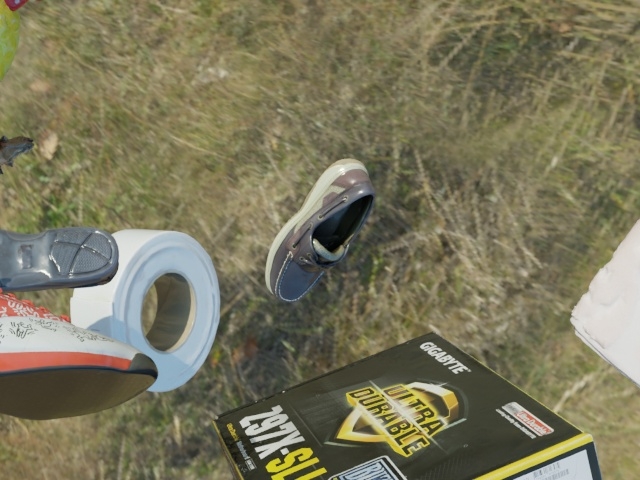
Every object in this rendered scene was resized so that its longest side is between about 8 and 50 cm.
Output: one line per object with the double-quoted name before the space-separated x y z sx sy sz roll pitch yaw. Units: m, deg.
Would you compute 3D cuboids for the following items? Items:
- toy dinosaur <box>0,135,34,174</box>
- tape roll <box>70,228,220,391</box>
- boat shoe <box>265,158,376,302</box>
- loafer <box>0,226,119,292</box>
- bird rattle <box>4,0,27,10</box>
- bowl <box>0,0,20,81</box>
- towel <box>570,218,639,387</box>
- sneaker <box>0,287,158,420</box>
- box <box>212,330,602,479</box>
"toy dinosaur" -0.649 -0.158 1.772 0.296 0.200 0.127 23 100 -35
"tape roll" -0.302 0.121 1.791 0.286 0.100 0.286 -11 103 -56
"boat shoe" 0.000 0.000 1.671 0.103 0.092 0.285 16 119 -34
"loafer" -0.432 0.036 1.415 0.303 0.095 0.109 1 66 -7
"bird rattle" -0.477 -0.481 1.519 0.254 0.143 0.207 31 86 -7
"bowl" -0.630 -0.341 1.562 0.289 0.289 0.156 -49 164 -3
"towel" 0.374 0.026 0.647 0.053 0.317 0.331 -17 142 -58
"sneaker" -0.250 0.052 0.746 0.270 0.145 0.090 5 143 -40
"box" 0.058 0.195 0.913 0.257 0.322 0.079 -21 105 -11
